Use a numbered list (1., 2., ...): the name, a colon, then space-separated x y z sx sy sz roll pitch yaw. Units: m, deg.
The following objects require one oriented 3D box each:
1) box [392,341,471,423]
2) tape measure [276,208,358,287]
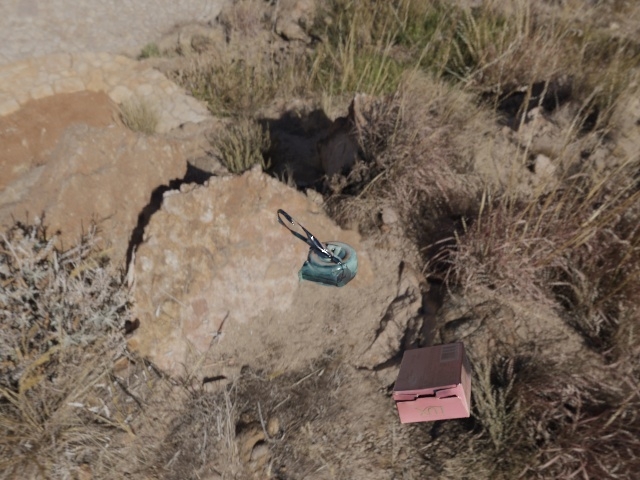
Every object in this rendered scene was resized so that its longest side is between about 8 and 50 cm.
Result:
1. box: 0.184 0.228 0.755 0.111 0.156 0.060 -14 99 23
2. tape measure: 0.004 -0.001 0.848 0.104 0.179 0.107 -6 31 30
